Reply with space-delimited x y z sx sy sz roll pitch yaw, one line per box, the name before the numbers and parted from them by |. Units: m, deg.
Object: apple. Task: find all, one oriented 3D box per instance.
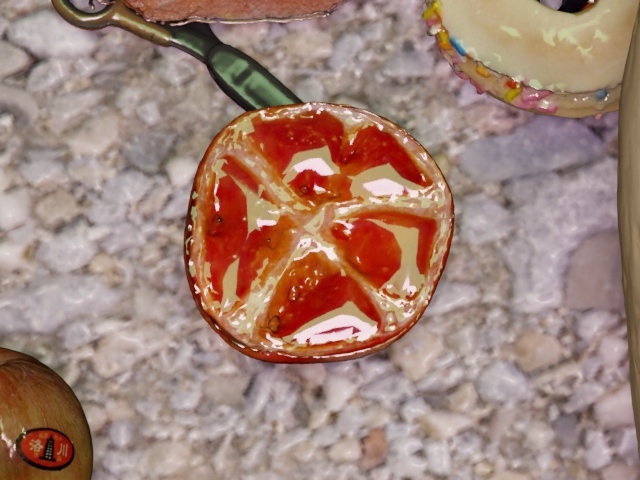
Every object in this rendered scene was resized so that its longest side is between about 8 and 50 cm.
apple | -0.186 0.113 0.972 0.126 0.126 0.102 -7 101 -4

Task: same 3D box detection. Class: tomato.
tomato | 0.000 0.000 1.031 0.155 0.069 0.156 0 76 2

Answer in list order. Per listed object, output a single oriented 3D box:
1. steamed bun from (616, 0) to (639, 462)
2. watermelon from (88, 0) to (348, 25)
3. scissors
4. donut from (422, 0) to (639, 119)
steamed bun | 0.334 -0.049 0.935 0.371 0.290 0.456 9 96 -1
watermelon | -0.036 -0.224 1.067 0.231 0.128 0.146 -2 55 -5
scissors | -0.060 -0.108 1.083 0.220 0.017 0.088 41 74 7
donut | 0.140 -0.148 1.075 0.174 0.068 0.175 0 74 -1
